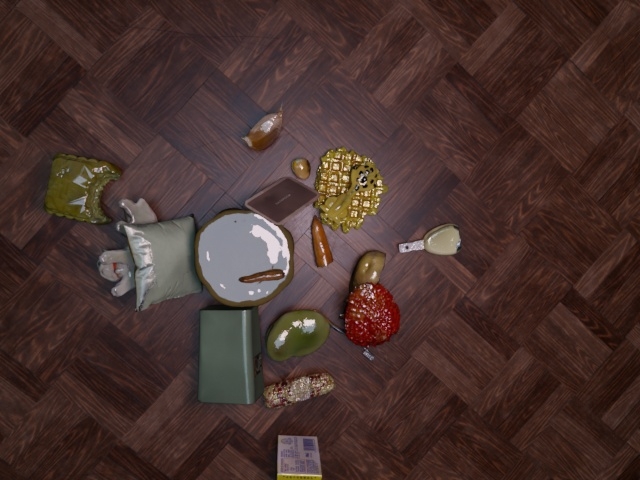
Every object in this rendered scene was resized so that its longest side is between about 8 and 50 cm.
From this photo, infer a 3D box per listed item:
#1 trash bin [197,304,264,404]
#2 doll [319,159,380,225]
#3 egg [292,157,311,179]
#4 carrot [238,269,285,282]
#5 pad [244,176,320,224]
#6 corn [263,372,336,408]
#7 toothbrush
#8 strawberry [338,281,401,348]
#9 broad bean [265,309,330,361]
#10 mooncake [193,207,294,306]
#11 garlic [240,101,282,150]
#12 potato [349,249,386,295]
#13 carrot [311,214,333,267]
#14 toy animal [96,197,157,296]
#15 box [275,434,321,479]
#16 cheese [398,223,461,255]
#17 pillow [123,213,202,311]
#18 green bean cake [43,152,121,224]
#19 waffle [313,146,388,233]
[{"bbox_3d":[-0.337,0.420,1.736,0.223,0.158,0.343,-1,93,10],"label":"trash bin"},{"bbox_3d":[0.112,-0.177,1.740,0.117,0.086,0.291,41,85,-4],"label":"doll"},{"bbox_3d":[-0.072,-0.275,1.780,0.071,0.071,0.083,-13,100,-5],"label":"egg"},{"bbox_3d":[-0.205,0.128,1.626,0.165,0.036,0.035,-6,94,-8],"label":"carrot"},{"bbox_3d":[-0.135,-0.152,1.701,0.176,0.266,0.002,31,135,20],"label":"pad"},{"bbox_3d":[-0.082,0.587,1.822,0.290,0.098,0.098,-13,95,-3],"label":"corn"},{"bbox_3d":[0.095,0.376,1.863,0.321,0.023,0.031,42,80,-6],"label":"toothbrush"},{"bbox_3d":[0.187,0.298,1.740,0.234,0.137,0.306,-26,136,4],"label":"strawberry"},{"bbox_3d":[-0.093,0.364,1.806,0.263,0.121,0.189,-18,100,-15],"label":"broad bean"},{"bbox_3d":[-0.279,0.056,1.726,0.379,0.201,0.378,-1,94,-10],"label":"mooncake"},{"bbox_3d":[-0.199,-0.419,1.728,0.198,0.128,0.090,-40,81,1],"label":"garlic"},{"bbox_3d":[0.174,0.147,1.800,0.098,0.138,0.243,19,89,-2],"label":"potato"},{"bbox_3d":[0.000,0.000,1.808,0.072,0.072,0.204,-11,92,-5],"label":"carrot"},{"bbox_3d":[-0.715,0.006,1.697,0.266,0.188,0.307,-30,110,-34],"label":"toy animal"},{"bbox_3d":[-0.088,0.851,1.755,0.169,0.265,0.097,4,96,-6],"label":"box"},{"bbox_3d":[0.436,0.009,1.858,0.252,0.054,0.127,-10,95,-4],"label":"cheese"},{"bbox_3d":[-0.554,0.071,1.668,0.119,0.310,0.312,0,98,34],"label":"pillow"},{"bbox_3d":[-0.862,-0.186,1.681,0.233,0.124,0.236,12,92,-7],"label":"green bean cake"},{"bbox_3d":[0.096,-0.195,1.809,0.307,0.060,0.312,40,88,-6],"label":"waffle"}]
